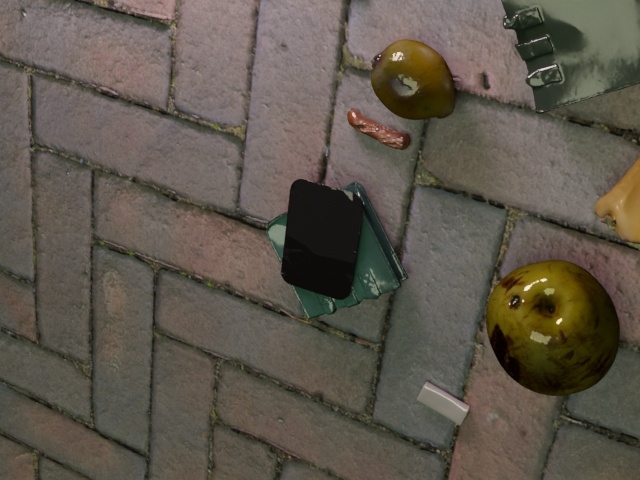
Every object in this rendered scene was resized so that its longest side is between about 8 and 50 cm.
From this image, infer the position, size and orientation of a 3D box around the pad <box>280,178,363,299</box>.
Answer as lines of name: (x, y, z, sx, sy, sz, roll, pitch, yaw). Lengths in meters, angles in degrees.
pad: (0.000, 0.000, 1.860, 0.181, 0.004, 0.267, 17, 115, 18)

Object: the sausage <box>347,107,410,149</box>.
sausage: (0.124, -0.242, 1.792, 0.157, 0.042, 0.036, 30, 159, 16)

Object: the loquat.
loquat: (0.191, -0.321, 1.663, 0.195, 0.152, 0.152, 34, 122, 2)

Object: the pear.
pear: (0.464, 0.174, 1.642, 0.283, 0.283, 0.284, 10, 115, 23)

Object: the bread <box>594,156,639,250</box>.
bread: (0.729, -0.076, 1.418, 0.361, 0.250, 0.394, 37, 121, 9)

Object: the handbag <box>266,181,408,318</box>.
handbag: (0.035, 0.023, 1.913, 0.268, 0.100, 0.274, -26, 98, 29)

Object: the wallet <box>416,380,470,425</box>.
wallet: (0.296, 0.392, 1.969, 0.122, 0.025, 0.061, 29, 119, 14)

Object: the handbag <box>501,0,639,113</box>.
handbag: (0.485, -0.385, 1.521, 0.260, 0.079, 0.248, -13, 103, 31)
